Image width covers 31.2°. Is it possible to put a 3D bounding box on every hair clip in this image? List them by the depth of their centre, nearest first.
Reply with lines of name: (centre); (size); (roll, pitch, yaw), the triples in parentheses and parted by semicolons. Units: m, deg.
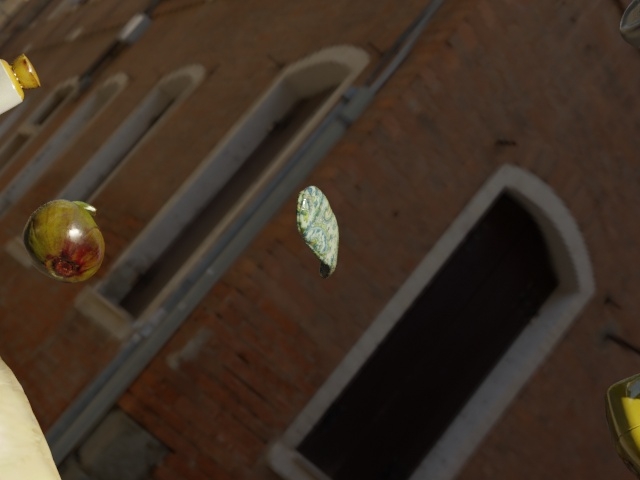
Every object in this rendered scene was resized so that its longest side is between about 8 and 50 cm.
hair clip: (0.002, 0.000, 1.420); (0.036, 0.066, 0.229); (7, -22, 11)

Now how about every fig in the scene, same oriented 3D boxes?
fig: (-0.260, -0.009, 1.164); (0.084, 0.082, 0.098); (14, 41, -28)

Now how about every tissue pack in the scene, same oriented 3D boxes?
tissue pack: (0.427, 0.238, 1.438); (0.178, 0.123, 0.127); (54, 12, -65)

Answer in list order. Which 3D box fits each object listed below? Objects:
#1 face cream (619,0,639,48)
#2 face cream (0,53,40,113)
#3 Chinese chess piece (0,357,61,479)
face cream: (0.606, -0.272, 1.641); (0.337, 0.080, 0.163); (20, -17, -13)
face cream: (-0.449, -0.179, 1.465); (0.072, 0.182, 0.051); (59, -10, 21)
Chinese chess piece: (-0.180, 0.182, 0.538); (0.270, 0.112, 0.269); (38, -45, 52)
